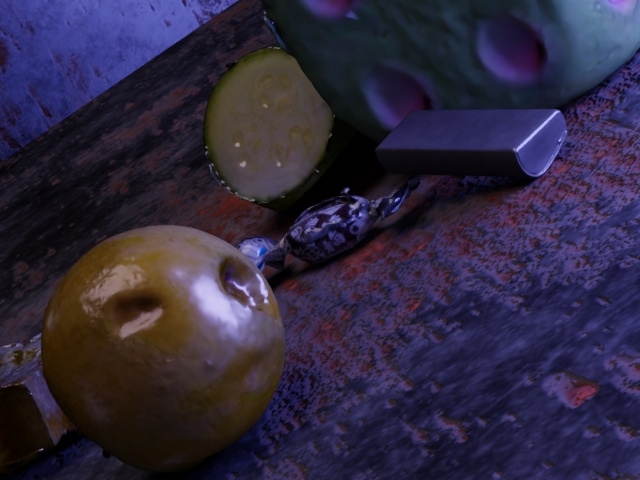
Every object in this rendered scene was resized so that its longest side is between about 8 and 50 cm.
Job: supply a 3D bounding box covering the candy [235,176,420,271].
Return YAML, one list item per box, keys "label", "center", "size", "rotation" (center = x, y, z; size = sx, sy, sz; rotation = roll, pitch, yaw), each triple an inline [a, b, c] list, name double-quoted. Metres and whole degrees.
- label: "candy"
  center: [0.000, 0.000, 1.935]
  size: [0.226, 0.051, 0.094]
  rotation: [-29, 27, 21]

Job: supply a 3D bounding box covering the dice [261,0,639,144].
- label: "dice"
  center: [0.147, -0.299, 2.010]
  size: [0.322, 0.330, 0.318]
  rotation: [-23, 19, 37]

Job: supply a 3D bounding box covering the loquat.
- label: "loquat"
  center: [-0.135, 0.087, 1.664]
  size: [0.213, 0.213, 0.213]
  rotation: [-31, 16, 10]

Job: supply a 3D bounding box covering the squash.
- label: "squash"
  center: [0.008, -0.113, 2.195]
  size: [0.189, 0.189, 0.260]
  rotation: [-25, -20, 26]

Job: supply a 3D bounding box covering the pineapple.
- label: "pineapple"
  center: [-0.290, 0.155, 1.919]
  size: [0.236, 0.114, 0.186]
  rotation: [-32, 15, -7]

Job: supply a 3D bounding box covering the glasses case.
- label: "glasses case"
  center: [0.139, -0.091, 1.864]
  size: [0.191, 0.042, 0.072]
  rotation: [4, 48, 48]
